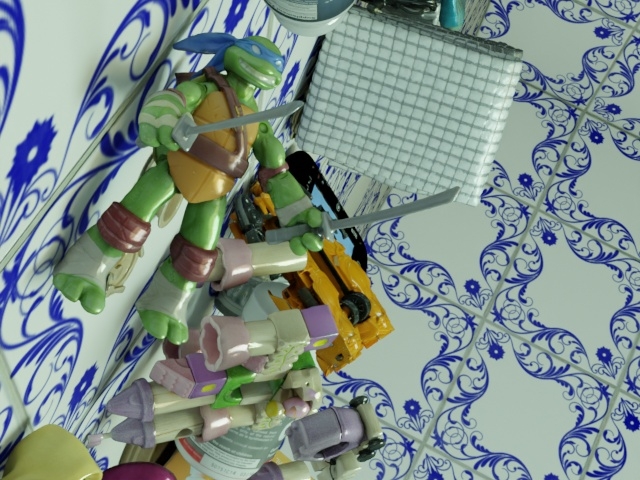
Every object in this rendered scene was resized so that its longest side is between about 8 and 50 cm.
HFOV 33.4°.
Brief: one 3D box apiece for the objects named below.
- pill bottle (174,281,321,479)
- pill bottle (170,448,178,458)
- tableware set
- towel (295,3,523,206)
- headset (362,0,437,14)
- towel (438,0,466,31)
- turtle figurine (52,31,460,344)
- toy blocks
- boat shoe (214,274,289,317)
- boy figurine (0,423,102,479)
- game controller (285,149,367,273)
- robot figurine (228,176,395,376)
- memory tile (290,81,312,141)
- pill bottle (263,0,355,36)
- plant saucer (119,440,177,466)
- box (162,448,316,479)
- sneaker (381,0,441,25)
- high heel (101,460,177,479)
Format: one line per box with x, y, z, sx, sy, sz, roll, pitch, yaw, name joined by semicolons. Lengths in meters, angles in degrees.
-0.097;0.215;1.616;0.283;0.161;0.161;-61;175;23;pill bottle
-0.162;0.438;1.966;0.153;0.264;0.153;-61;174;-12;pill bottle
-0.179;-0.017;1.083;0.169;0.020;0.141;-62;174;-12;tableware set
0.126;-0.198;1.528;0.121;0.283;0.235;-63;169;-63;towel
0.125;-0.464;1.329;0.243;0.185;0.394;-61;159;-46;headset
0.236;-0.538;1.627;0.370;0.040;0.271;92;14;-44;towel
-0.086;-0.029;0.886;0.266;0.274;0.198;-55;160;11;turtle figurine
-0.132;0.188;1.306;0.260;0.309;0.288;-6;148;-29;toy blocks
-0.072;0.049;1.782;0.103;0.118;0.320;-61;168;22;boat shoe
-0.319;0.312;1.026;0.285;0.092;0.177;-55;168;-28;boy figurine
0.000;0.000;1.738;0.166;0.067;0.319;-64;144;-26;game controller
-0.022;0.040;1.514;0.085;0.291;0.211;-37;174;30;robot figurine
-0.007;-0.225;1.608;0.148;0.012;0.113;-62;174;-13;memory tile
-0.010;-0.266;1.005;0.108;0.108;0.180;-61;174;-11;pill bottle
-0.241;0.282;1.724;0.278;0.041;0.278;-60;172;-14;plant saucer
-0.203;0.472;1.730;0.345;0.215;0.168;-48;174;-35;box
0.174;-0.438;1.749;0.115;0.105;0.281;-56;170;-43;sneaker
-0.296;0.439;1.380;0.377;0.127;0.181;-57;-172;37;high heel
